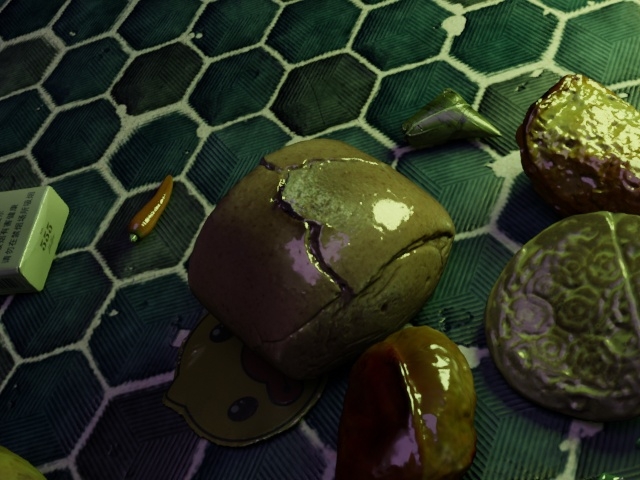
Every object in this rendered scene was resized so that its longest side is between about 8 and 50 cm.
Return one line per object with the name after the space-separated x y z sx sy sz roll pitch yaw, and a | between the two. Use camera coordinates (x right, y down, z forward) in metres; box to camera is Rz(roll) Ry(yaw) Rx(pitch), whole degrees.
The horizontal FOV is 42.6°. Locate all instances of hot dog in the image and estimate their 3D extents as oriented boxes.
0.372 -0.089 1.011 0.175 0.114 0.259 -40 62 -19 | hot dog

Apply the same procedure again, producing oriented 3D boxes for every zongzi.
0.183 -0.151 1.167 0.104 0.052 0.113 -40 65 -3 | zongzi

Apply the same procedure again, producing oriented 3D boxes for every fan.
-0.051 0.138 1.047 0.335 0.011 0.229 -23 49 1 | fan

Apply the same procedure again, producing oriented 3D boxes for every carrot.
-0.255 -0.048 1.247 0.035 0.035 0.142 8 50 24 | carrot

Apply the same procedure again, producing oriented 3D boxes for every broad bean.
0.091 0.200 0.884 0.156 0.122 0.228 -21 39 37 | broad bean

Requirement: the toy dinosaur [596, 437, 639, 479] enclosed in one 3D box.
0.305 0.250 0.802 0.120 0.079 0.292 16 62 22 | toy dinosaur

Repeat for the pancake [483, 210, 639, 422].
0.300 0.082 0.919 0.250 0.031 0.250 -14 62 28 | pancake

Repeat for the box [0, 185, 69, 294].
-0.538 0.006 1.276 0.259 0.071 0.168 -5 53 14 | box

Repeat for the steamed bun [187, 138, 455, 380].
0.000 0.000 1.000 0.301 0.199 0.251 -40 49 -19 | steamed bun

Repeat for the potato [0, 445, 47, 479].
-0.401 0.360 0.864 0.237 0.288 0.301 34 26 21 | potato
